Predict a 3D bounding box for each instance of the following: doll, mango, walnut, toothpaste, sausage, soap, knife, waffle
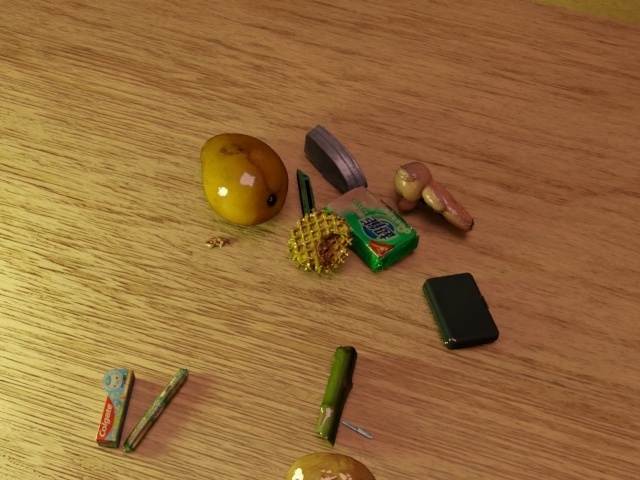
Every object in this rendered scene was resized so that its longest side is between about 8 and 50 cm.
[{"bbox_3d":[0.346,-0.116,2.232,0.303,0.156,0.201,45,16,6],"label":"doll"},{"bbox_3d":[-0.244,-0.203,2.161,0.264,0.221,0.378,-20,47,-18],"label":"mango"},{"bbox_3d":[0.023,0.576,1.578,0.226,0.193,0.193,15,51,5],"label":"walnut"},{"bbox_3d":[-0.516,0.412,1.734,0.070,0.044,0.193,5,50,-1],"label":"toothpaste"},{"bbox_3d":[-0.408,0.419,1.748,0.033,0.032,0.269,25,53,13],"label":"sausage"},{"bbox_3d":[0.146,-0.036,2.147,0.218,0.098,0.273,-32,59,-21],"label":"soap"},{"bbox_3d":[0.095,0.480,1.776,0.091,0.005,0.014,27,55,14],"label":"knife"},{"bbox_3d":[0.000,0.000,2.068,0.197,0.070,0.193,6,70,23],"label":"waffle"}]

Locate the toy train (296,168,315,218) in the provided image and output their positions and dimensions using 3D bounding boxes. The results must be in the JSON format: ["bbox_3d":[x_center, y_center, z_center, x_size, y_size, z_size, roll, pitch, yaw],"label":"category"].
[{"bbox_3d":[-0.044,-0.149,2.248,0.042,0.044,0.209,-3,52,-8],"label":"toy train"}]

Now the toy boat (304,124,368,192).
[{"bbox_3d":[0.050,-0.258,2.295,0.078,0.127,0.283,-27,61,-25],"label":"toy boat"}]

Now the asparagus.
[{"bbox_3d":[0.040,0.397,1.806,0.067,0.060,0.277,28,51,-9],"label":"asparagus"}]

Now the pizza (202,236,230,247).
[{"bbox_3d":[-0.313,0.006,2.108,0.083,0.016,0.037,-5,58,-12],"label":"pizza"}]

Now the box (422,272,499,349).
[{"bbox_3d":[0.400,0.200,2.013,0.160,0.050,0.230,-8,52,-13],"label":"box"}]
